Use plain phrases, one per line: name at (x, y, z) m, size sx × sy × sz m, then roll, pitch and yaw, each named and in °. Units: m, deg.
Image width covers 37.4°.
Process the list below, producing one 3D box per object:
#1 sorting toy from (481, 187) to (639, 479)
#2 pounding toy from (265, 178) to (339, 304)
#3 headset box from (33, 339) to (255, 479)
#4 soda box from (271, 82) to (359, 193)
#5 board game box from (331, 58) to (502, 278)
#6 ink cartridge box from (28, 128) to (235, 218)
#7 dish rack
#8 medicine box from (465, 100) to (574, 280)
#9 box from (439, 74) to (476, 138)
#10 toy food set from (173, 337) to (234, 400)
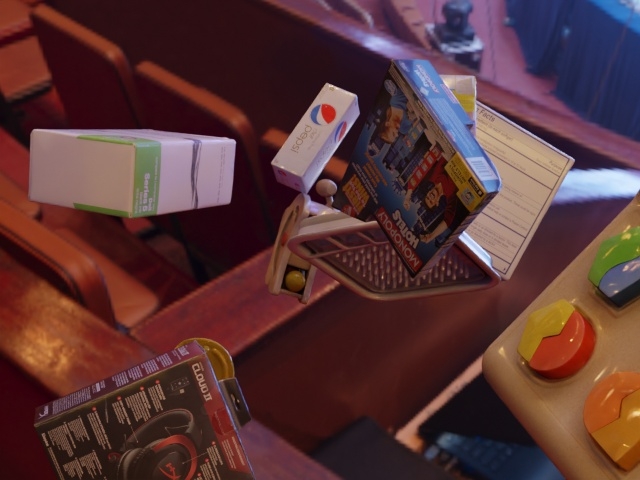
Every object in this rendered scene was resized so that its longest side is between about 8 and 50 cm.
sorting toy at (0.220, 0.071, 0.677) m, size 0.038 × 0.208 × 0.193 m, roll 31°, pitch 13°, yaw -34°
pounding toy at (0.000, 0.000, 1.921) m, size 0.154 × 0.270 × 0.154 m, roll 18°, pitch -8°, yaw -17°
headset box at (-0.247, 0.299, 1.415) m, size 0.293 × 0.218 × 0.110 m, roll -23°, pitch 10°, yaw -13°
soda box at (-0.008, -0.202, 1.868) m, size 0.074 × 0.069 × 0.216 m, roll 25°, pitch 69°, yaw 20°
board game box at (0.099, -0.065, 1.057) m, size 0.060 × 0.194 × 0.194 m, roll -7°, pitch 57°, yaw -38°
ink cartridge box at (-0.287, -0.112, 1.486) m, size 0.198 × 0.115 × 0.273 m, roll 9°, pitch 10°, yaw 26°
dish rack at (0.133, 0.013, 1.640) m, size 0.285 × 0.333 × 0.072 m, roll -11°, pitch 62°, yaw 30°
medicine box at (0.318, -0.103, 1.925) m, size 0.263 × 0.289 × 0.149 m, roll 30°, pitch -5°, yaw -4°
box at (0.206, -0.194, 1.573) m, size 0.105 × 0.043 × 0.179 m, roll 3°, pitch 58°, yaw 5°
toy food set at (-0.224, 0.287, 1.794) m, size 0.128 × 0.218 × 0.071 m, roll 1°, pitch 5°, yaw 1°
